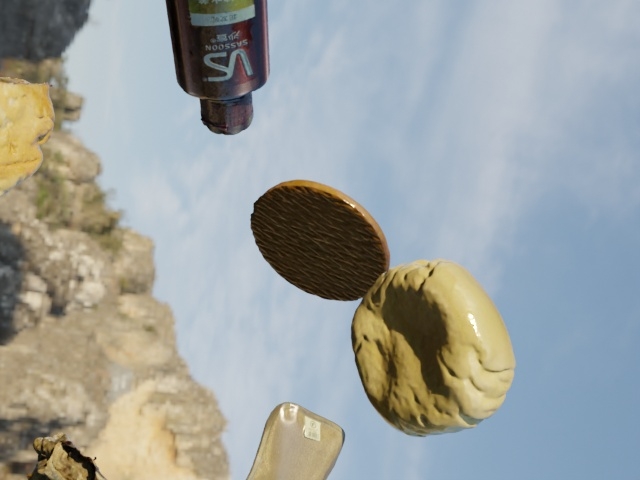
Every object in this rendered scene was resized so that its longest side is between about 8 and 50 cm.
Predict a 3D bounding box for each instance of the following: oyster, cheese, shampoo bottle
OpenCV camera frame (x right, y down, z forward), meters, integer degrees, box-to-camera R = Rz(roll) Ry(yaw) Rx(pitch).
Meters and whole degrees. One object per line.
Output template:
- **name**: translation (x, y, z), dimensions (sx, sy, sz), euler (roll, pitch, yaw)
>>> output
- **oyster**: translation (-0.380, 0.413, 1.688), dimensions (0.361, 0.096, 0.221), euler (36, -34, 29)
- **cheese**: translation (0.141, 0.133, 1.326), dimensions (0.214, 0.117, 0.225), euler (-25, -103, 47)
- **shampoo bottle**: translation (-0.126, -0.264, 1.295), dimensions (0.323, 0.129, 0.084), euler (93, -15, -53)

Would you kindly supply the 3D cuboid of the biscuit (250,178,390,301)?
- **biscuit**: translation (0.000, -0.001, 1.798), dimensions (0.037, 0.262, 0.262), euler (-57, 177, -42)

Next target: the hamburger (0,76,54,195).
- **hamburger**: translation (-0.544, -0.137, 1.508), dimensions (0.162, 0.330, 0.208), euler (4, -82, 28)

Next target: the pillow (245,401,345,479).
- **pillow**: translation (-0.050, 0.325, 1.354), dimensions (0.033, 0.130, 0.217), euler (0, -116, 62)
